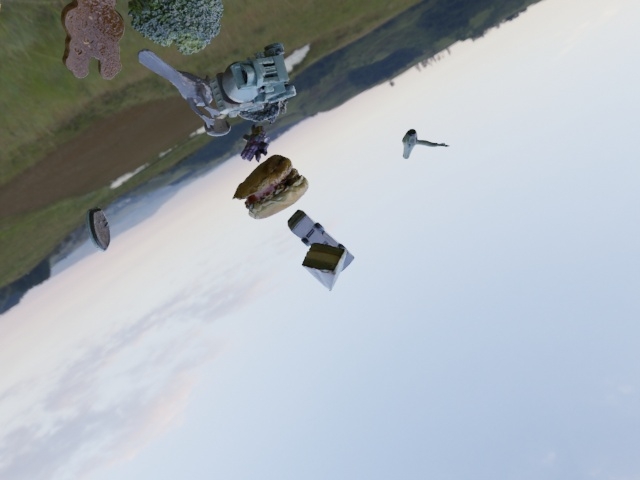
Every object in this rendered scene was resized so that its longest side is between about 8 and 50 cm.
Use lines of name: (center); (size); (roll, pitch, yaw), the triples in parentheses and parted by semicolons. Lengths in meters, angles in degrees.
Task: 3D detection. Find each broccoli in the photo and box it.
broccoli: (-0.475, -0.740, 1.588); (0.302, 0.249, 0.375); (-15, -149, 36)

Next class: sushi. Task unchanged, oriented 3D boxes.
sushi: (-0.235, -0.579, 1.830); (0.218, 0.225, 0.238); (-70, 178, -49)

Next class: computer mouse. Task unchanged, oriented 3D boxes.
computer mouse: (-0.382, -0.414, 1.767); (0.096, 0.065, 0.039); (-14, 169, -35)

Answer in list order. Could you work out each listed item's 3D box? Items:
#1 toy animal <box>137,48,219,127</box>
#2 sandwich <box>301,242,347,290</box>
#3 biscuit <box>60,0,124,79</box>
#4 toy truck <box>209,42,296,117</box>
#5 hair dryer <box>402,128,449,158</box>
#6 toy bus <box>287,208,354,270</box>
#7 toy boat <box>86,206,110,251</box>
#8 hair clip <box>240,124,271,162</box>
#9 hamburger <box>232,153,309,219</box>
toy animal: (-0.382, -0.446, 1.453); (0.081, 0.205, 0.367); (-34, 177, 18)
sandwich: (0.043, 0.084, 1.296); (0.114, 0.163, 0.079); (11, -115, 39)
biscuit: (-0.683, -0.634, 1.448); (0.186, 0.044, 0.295); (-16, 137, -47)
toy truck: (-0.159, -0.338, 1.034); (0.140, 0.107, 0.257); (-23, -166, -29)
hair dryer: (0.452, -0.413, 2.153); (0.167, 0.200, 0.067); (120, -14, -60)
toy bus: (0.000, 0.000, 2.078); (0.109, 0.330, 0.136); (-48, -149, 2)
toy boat: (-0.671, -0.031, 1.449); (0.066, 0.139, 0.059); (7, -158, 40)
hair clip: (-0.231, -0.342, 1.699); (0.137, 0.090, 0.278); (-50, -163, 12)
hamburger: (-0.173, -0.180, 1.672); (0.245, 0.163, 0.244); (-34, -158, 16)
